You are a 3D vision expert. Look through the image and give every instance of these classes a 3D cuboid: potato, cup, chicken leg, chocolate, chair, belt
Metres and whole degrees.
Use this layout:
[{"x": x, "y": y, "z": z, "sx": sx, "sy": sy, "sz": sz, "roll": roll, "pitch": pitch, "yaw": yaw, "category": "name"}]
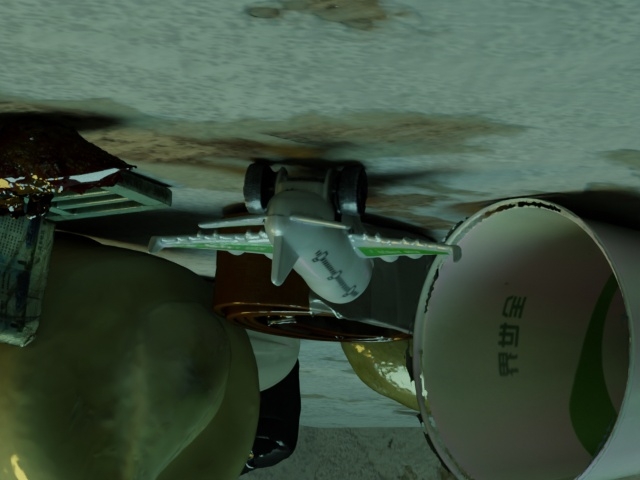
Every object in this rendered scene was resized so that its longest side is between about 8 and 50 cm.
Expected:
[{"x": 0.111, "y": 0.109, "z": 2.147, "sx": 0.194, "sy": 0.157, "sz": 0.157, "roll": 27, "pitch": 160, "yaw": -32, "category": "potato"}, {"x": 0.252, "y": 0.097, "z": 1.688, "sx": 0.274, "sy": 0.253, "sz": 0.253, "roll": 4, "pitch": 174, "yaw": -41, "category": "cup"}, {"x": -0.231, "y": -0.053, "z": 1.515, "sx": 0.105, "sy": 0.063, "sz": 0.234, "roll": 4, "pitch": 171, "yaw": -29, "category": "chicken leg"}, {"x": -0.213, "y": 0.167, "z": 1.891, "sx": 0.314, "sy": 0.326, "sz": 0.297, "roll": -17, "pitch": -159, "yaw": -32, "category": "chocolate"}, {"x": -0.279, "y": 0.014, "z": 1.703, "sx": 0.270, "sy": 0.147, "sz": 0.136, "roll": 1, "pitch": 170, "yaw": 29, "category": "chair"}, {"x": 0.013, "y": 0.039, "z": 1.829, "sx": 0.184, "sy": 0.105, "sz": 0.261, "roll": -3, "pitch": 168, "yaw": 29, "category": "belt"}]

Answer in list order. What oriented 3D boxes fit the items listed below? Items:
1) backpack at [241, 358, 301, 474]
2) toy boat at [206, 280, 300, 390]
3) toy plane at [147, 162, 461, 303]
[{"x": -0.259, "y": 0.228, "z": 2.706, "sx": 0.445, "sy": 0.255, "sz": 0.363, "roll": 11, "pitch": 163, "yaw": -17, "category": "backpack"}, {"x": -0.164, "y": 0.108, "z": 2.269, "sx": 0.269, "sy": 0.141, "sz": 0.141, "roll": 8, "pitch": 171, "yaw": -31, "category": "toy boat"}, {"x": 0.000, "y": -0.005, "z": 1.584, "sx": 0.251, "sy": 0.101, "sz": 0.255, "roll": 2, "pitch": 174, "yaw": 16, "category": "toy plane"}]
